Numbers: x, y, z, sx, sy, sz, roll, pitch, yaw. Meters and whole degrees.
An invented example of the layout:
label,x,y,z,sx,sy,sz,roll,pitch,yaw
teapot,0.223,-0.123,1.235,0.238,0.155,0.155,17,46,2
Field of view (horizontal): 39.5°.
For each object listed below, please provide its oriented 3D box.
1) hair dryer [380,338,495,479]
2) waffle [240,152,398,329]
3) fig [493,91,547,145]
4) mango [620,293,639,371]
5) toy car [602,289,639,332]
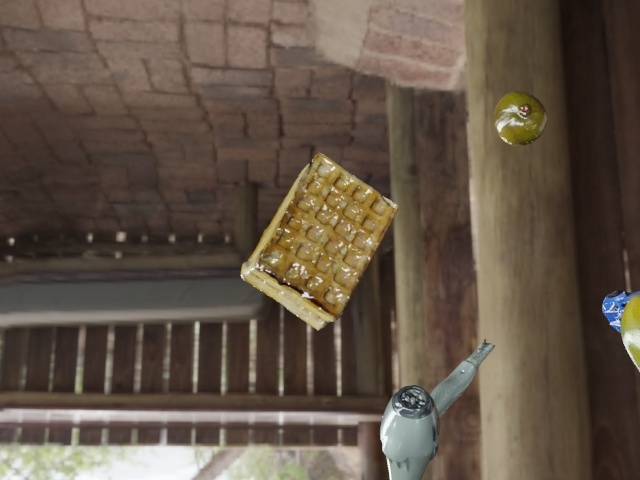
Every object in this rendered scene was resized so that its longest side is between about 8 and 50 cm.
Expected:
label,x,y,z,sx,sy,sz,roll,pitch,yaw
hair dryer,0.174,0.289,1.360,0.092,0.229,0.267,28,-151,30
waffle,-0.001,0.000,1.788,0.213,0.308,0.091,33,150,-8
fig,0.275,-0.165,1.238,0.074,0.074,0.088,-1,165,2
mango,0.620,0.206,1.600,0.137,0.238,0.091,-11,162,-37
toy car,0.706,0.160,1.964,0.063,0.103,0.216,-34,-174,-20
